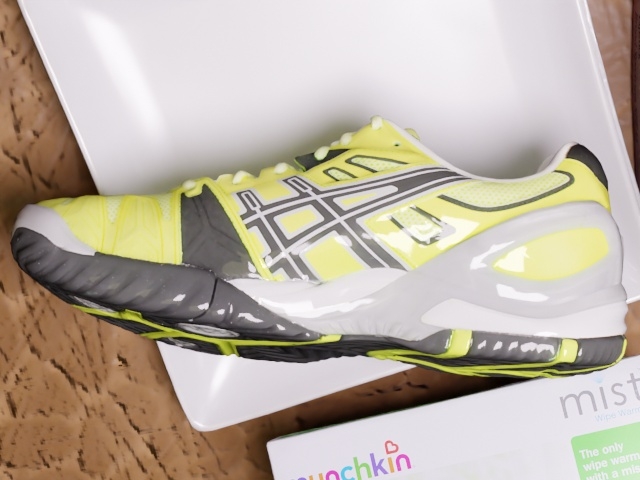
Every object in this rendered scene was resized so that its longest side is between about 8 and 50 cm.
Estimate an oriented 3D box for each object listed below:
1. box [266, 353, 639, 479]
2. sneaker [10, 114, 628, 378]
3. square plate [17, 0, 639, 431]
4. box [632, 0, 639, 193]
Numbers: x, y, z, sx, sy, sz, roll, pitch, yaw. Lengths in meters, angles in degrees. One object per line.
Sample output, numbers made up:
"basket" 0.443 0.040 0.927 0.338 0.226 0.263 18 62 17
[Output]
"box" 0.121 0.218 0.980 0.262 0.127 0.231 -13 80 8
"sneaker" 0.000 0.000 0.915 0.384 0.145 0.147 6 79 0
"square plate" 0.020 -0.072 0.966 0.347 0.049 0.344 -17 110 5
"box" 0.277 -0.066 0.874 0.126 0.232 0.149 -5 109 0
